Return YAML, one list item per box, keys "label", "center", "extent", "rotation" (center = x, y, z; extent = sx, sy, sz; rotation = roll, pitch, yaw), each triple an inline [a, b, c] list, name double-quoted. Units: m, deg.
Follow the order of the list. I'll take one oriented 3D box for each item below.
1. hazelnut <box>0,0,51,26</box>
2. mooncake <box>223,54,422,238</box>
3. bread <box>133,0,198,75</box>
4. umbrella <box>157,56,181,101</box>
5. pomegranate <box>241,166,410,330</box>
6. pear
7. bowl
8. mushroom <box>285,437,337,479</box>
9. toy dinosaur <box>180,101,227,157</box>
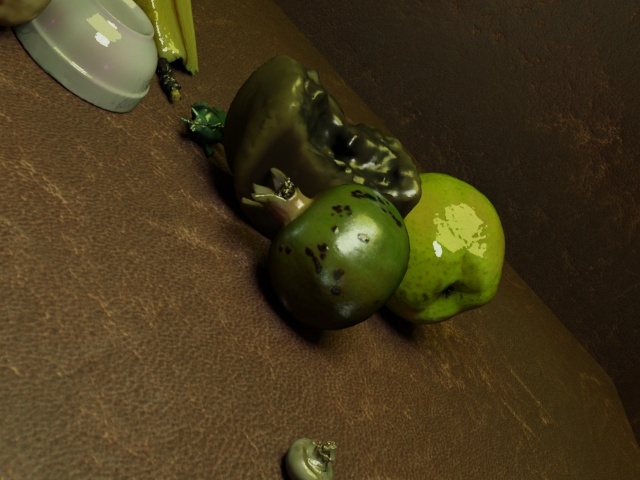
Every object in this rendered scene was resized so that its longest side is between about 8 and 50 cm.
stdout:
- label: "hazelnut"
  center: [-0.548, -0.485, 1.221]
  extent: [0.261, 0.241, 0.261]
  rotation: [15, 61, -30]
- label: "mooncake"
  center: [0.000, -0.188, 1.540]
  extent: [0.246, 0.393, 0.394]
  rotation: [-108, -172, -51]
- label: "bread"
  center: [-0.449, -0.573, 1.806]
  extent: [0.233, 0.244, 0.362]
  rotation: [-16, 97, -70]
- label: "umbrella"
  center: [-0.345, -0.366, 1.664]
  extent: [0.040, 0.037, 0.144]
  rotation: [33, 22, -50]
- label: "pomegranate"
  center: [0.024, -0.004, 1.390]
  extent: [0.291, 0.290, 0.323]
  rotation: [-53, 123, -70]
- label: "pear"
  center: [0.261, 0.027, 1.769]
  extent: [0.391, 0.391, 0.391]
  rotation: [42, 21, -20]
- label: "bowl"
  center: [-0.423, -0.395, 1.400]
  extent: [0.287, 0.144, 0.287]
  rotation: [41, 22, -21]
- label: "mushroom"
  center: [-0.006, 0.320, 1.062]
  extent: [0.085, 0.079, 0.085]
  rotation: [45, 18, -19]
- label: "toy dinosaur"
  center: [-0.218, -0.242, 1.656]
  extent: [0.120, 0.079, 0.292]
  rotation: [57, 18, 17]
